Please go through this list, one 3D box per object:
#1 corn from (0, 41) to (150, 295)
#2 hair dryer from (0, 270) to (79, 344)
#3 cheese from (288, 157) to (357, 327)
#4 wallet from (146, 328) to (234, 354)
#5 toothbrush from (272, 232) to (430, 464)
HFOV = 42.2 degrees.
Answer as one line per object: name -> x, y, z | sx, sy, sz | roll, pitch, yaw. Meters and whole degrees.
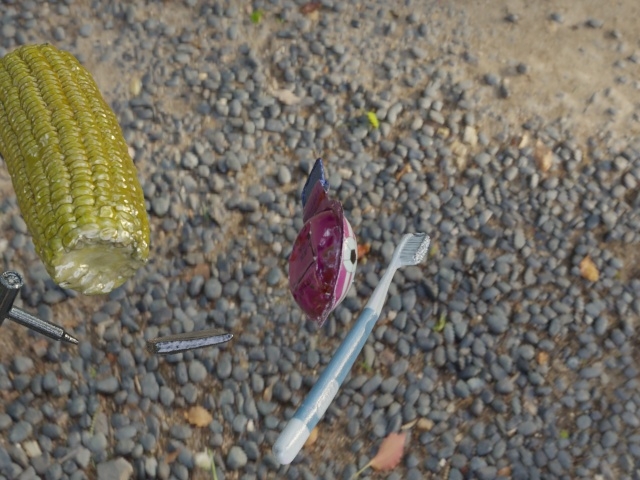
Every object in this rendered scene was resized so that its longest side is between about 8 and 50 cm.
corn -> -0.268, -0.083, 0.876 | 0.131, 0.131, 0.344 | -19, 50, -16
hair dryer -> -0.556, 0.149, 1.626 | 0.195, 0.173, 0.050 | 20, 42, -22
cheese -> 0.000, 0.000, 1.039 | 0.062, 0.155, 0.244 | 11, 44, -18
wallet -> -0.214, 0.163, 1.338 | 0.124, 0.244, 0.025 | -9, 86, -15
toothbrush -> 0.033, 0.071, 0.651 | 0.025, 0.019, 0.275 | -1, 32, 30
